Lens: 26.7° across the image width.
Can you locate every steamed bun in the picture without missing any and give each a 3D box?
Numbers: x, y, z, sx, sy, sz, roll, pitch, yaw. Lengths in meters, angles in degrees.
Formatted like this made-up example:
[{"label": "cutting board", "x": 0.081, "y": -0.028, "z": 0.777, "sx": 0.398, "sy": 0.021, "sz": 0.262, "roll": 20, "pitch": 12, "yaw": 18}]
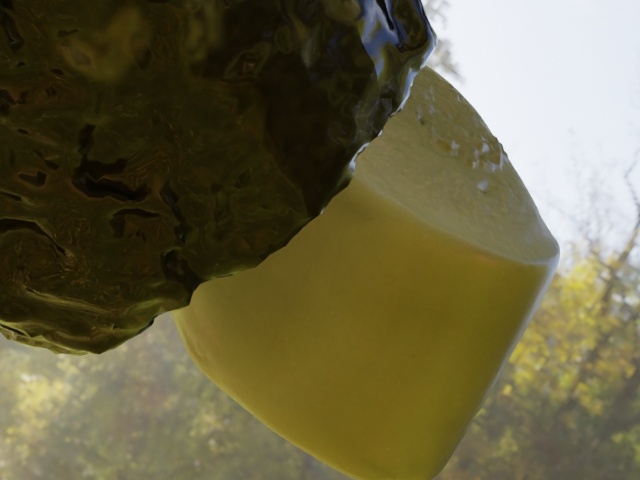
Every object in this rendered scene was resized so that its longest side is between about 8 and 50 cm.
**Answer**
[{"label": "steamed bun", "x": 0.000, "y": 0.000, "z": 0.739, "sx": 0.155, "sy": 0.200, "sz": 0.250, "roll": 12, "pitch": 31, "yaw": -35}]

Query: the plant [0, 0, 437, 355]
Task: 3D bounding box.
[{"label": "plant", "x": -0.126, "y": -0.127, "z": 0.416, "sx": 0.312, "sy": 0.213, "sz": 0.215, "roll": 48, "pitch": 28, "yaw": -30}]
